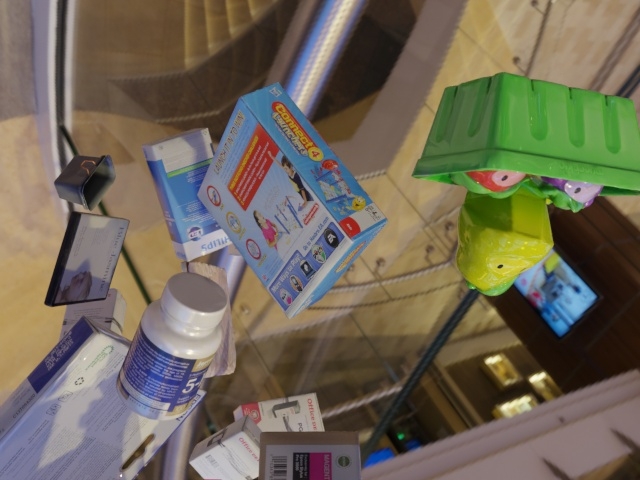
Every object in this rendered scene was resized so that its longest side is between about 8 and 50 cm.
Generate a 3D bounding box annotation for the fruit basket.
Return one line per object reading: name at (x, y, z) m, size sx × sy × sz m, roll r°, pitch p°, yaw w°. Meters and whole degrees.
fruit basket at (0.353, -0.077, 1.352) m, size 0.391 × 0.283 × 0.392 m, roll -1°, pitch 92°, yaw -25°

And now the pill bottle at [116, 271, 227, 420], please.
pill bottle at (-0.196, 0.141, 1.046) m, size 0.112 × 0.112 × 0.187 m, roll 0°, pitch 128°, yaw -42°

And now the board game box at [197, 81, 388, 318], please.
board game box at (-0.064, -0.059, 1.350) m, size 0.086 × 0.302 × 0.308 m, roll -30°, pitch 167°, yaw -34°

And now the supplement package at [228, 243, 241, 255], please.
supplement package at (-0.117, -0.067, 1.858) m, size 0.194 × 0.203 × 0.149 m, roll -1°, pitch -179°, yaw -19°

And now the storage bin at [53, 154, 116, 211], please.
storage bin at (-0.563, -0.148, 1.833) m, size 0.098 × 0.091 × 0.135 m, roll 87°, pitch 19°, yaw -48°

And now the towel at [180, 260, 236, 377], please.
towel at (-0.311, 0.223, 2.181) m, size 0.053 × 0.317 × 0.332 m, roll -9°, pitch 172°, yaw 7°

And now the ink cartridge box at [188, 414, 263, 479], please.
ink cartridge box at (-0.180, 0.451, 1.624) m, size 0.150 × 0.109 × 0.063 m, roll -33°, pitch -166°, yaw 18°

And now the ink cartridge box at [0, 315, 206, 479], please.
ink cartridge box at (-0.403, 0.321, 1.342) m, size 0.324 × 0.071 × 0.330 m, roll -49°, pitch 144°, yaw -5°

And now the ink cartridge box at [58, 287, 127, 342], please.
ink cartridge box at (-0.591, 0.229, 2.012) m, size 0.139 × 0.191 × 0.082 m, roll -7°, pitch 140°, yaw 8°

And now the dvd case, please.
dvd case at (-0.453, 0.037, 1.525) m, size 0.253 × 0.022 × 0.180 m, roll 11°, pitch 95°, yaw -84°

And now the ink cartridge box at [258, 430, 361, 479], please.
ink cartridge box at (-0.019, 0.471, 1.418) m, size 0.193 × 0.235 × 0.088 m, roll -1°, pitch 136°, yaw -1°

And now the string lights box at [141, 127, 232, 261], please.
string lights box at (-0.278, -0.100, 1.677) m, size 0.133 × 0.076 × 0.260 m, roll -22°, pitch 108°, yaw -27°

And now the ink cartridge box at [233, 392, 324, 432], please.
ink cartridge box at (-0.105, 0.504, 2.063) m, size 0.217 × 0.159 × 0.092 m, roll -4°, pitch 157°, yaw -25°
